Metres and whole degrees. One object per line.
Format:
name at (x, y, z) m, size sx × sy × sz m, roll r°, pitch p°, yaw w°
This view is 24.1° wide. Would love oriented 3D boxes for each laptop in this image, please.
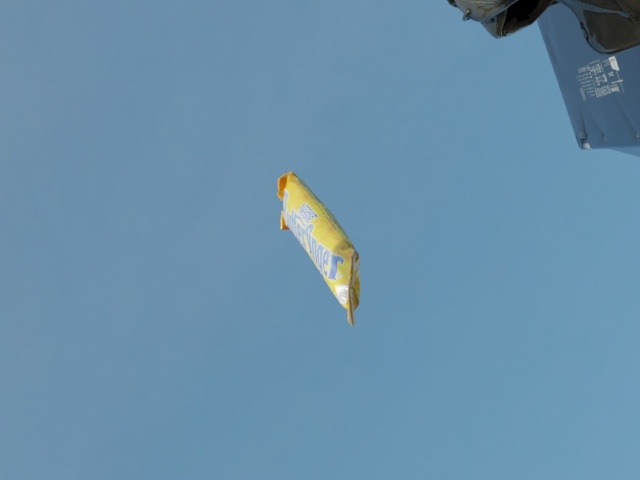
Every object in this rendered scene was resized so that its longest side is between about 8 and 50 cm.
laptop at (0.324, -0.161, 1.151) m, size 0.236 × 0.382 × 0.408 m, roll -19°, pitch -87°, yaw 0°

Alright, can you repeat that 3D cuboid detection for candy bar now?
candy bar at (0.000, 0.000, 0.839) m, size 0.018 × 0.161 × 0.040 m, roll -7°, pitch -69°, yaw -12°

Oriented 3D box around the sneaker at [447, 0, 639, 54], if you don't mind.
sneaker at (0.083, -0.186, 0.836) m, size 0.109 × 0.286 × 0.130 m, roll -19°, pitch -55°, yaw -30°
